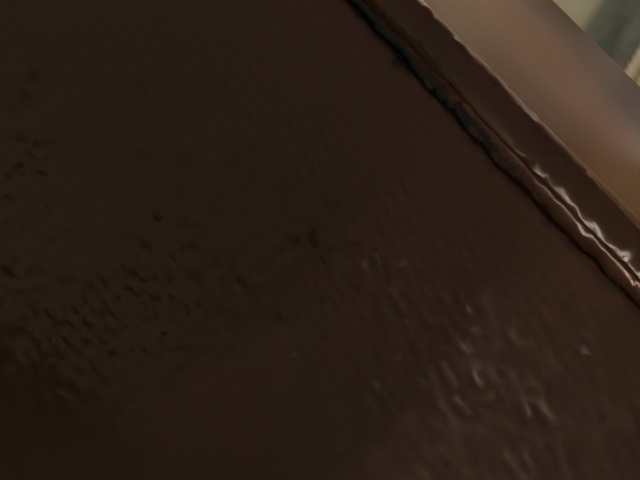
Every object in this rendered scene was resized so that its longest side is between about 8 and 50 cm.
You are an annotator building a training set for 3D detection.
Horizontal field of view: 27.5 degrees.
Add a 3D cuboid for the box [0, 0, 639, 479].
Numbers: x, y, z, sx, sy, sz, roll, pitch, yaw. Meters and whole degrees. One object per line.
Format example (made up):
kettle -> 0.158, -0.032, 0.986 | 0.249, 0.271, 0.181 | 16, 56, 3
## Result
box -> 0.000, 0.000, 0.489 | 0.339, 0.239, 0.229 | 46, -69, -1
